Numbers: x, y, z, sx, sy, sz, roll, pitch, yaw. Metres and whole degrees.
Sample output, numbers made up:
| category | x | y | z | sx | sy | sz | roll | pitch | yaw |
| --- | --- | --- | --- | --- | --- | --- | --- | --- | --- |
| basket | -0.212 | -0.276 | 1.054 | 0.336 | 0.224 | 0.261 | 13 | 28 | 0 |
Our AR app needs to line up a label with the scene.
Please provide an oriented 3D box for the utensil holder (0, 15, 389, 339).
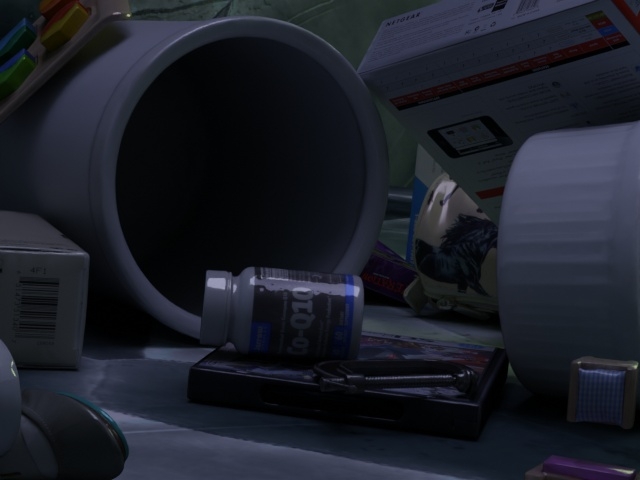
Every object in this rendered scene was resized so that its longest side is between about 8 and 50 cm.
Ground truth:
| category | x | y | z | sx | sy | sz | roll | pitch | yaw |
| --- | --- | --- | --- | --- | --- | --- | --- | --- | --- |
| utensil holder | -0.167 | -0.077 | 1.943 | 0.328 | 0.327 | 0.385 | 1 | 6 | -32 |

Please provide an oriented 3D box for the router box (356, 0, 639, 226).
| category | x | y | z | sx | sy | sz | roll | pitch | yaw |
| --- | --- | --- | --- | --- | --- | --- | --- | --- | --- |
| router box | 0.252 | -0.130 | 1.820 | 0.335 | 0.082 | 0.301 | -12 | -48 | 46 |

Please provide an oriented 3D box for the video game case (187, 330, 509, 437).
| category | x | y | z | sx | sy | sz | roll | pitch | yaw |
| --- | --- | --- | --- | --- | --- | --- | --- | --- | --- |
| video game case | 0.035 | 0.119 | 1.637 | 0.248 | 0.035 | 0.275 | 7 | 7 | 10 |

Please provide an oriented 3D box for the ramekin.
| category | x | y | z | sx | sy | sz | roll | pitch | yaw |
| --- | --- | --- | --- | --- | --- | --- | --- | --- | --- |
| ramekin | 0.259 | 0.022 | 1.676 | 0.135 | 0.277 | 0.277 | 1 | 5 | 22 |

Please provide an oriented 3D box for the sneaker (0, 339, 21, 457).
| category | x | y | z | sx | sy | sz | roll | pitch | yaw |
| --- | --- | --- | --- | --- | --- | --- | --- | --- | --- |
| sneaker | -0.331 | 0.111 | 1.207 | 0.282 | 0.102 | 0.161 | -3 | 3 | 43 |

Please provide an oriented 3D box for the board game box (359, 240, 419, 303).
| category | x | y | z | sx | sy | sz | roll | pitch | yaw |
| --- | --- | --- | --- | --- | --- | --- | --- | --- | --- |
| board game box | 0.000 | 0.000 | 2.300 | 0.208 | 0.056 | 0.347 | 17 | 5 | -12 |

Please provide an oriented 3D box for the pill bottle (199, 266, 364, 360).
| category | x | y | z | sx | sy | sz | roll | pitch | yaw |
| --- | --- | --- | --- | --- | --- | --- | --- | --- | --- |
| pill bottle | -0.034 | 0.063 | 1.579 | 0.137 | 0.078 | 0.078 | 4 | 7 | -5 |

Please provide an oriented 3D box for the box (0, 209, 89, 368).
| category | x | y | z | sx | sy | sz | roll | pitch | yaw |
| --- | --- | --- | --- | --- | --- | --- | --- | --- | --- |
| box | -0.292 | 0.040 | 1.718 | 0.094 | 0.113 | 0.275 | 4 | 8 | -18 |

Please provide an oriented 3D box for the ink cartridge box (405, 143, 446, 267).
| category | x | y | z | sx | sy | sz | roll | pitch | yaw |
| --- | --- | --- | --- | --- | --- | --- | --- | --- | --- |
| ink cartridge box | 0.320 | -0.053 | 2.236 | 0.395 | 0.285 | 0.166 | 11 | 8 | 34 |

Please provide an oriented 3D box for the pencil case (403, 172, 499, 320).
| category | x | y | z | sx | sy | sz | roll | pitch | yaw |
| --- | --- | --- | --- | --- | --- | --- | --- | --- | --- |
| pencil case | 0.304 | 0.035 | 2.045 | 0.410 | 0.183 | 0.160 | 10 | -20 | 31 |

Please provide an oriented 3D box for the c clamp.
| category | x | y | z | sx | sy | sz | roll | pitch | yaw |
| --- | --- | --- | --- | --- | --- | --- | --- | --- | --- |
| c clamp | 0.064 | 0.115 | 1.503 | 0.161 | 0.022 | 0.137 | -1 | 5 | -26 |

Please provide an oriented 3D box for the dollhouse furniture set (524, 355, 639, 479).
| category | x | y | z | sx | sy | sz | roll | pitch | yaw |
| --- | --- | --- | --- | --- | --- | --- | --- | --- | --- |
| dollhouse furniture set | 0.266 | 0.072 | 1.104 | 0.286 | 0.303 | 0.198 | 8 | 7 | 20 |

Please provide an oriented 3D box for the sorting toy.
| category | x | y | z | sx | sy | sz | roll | pitch | yaw |
| --- | --- | --- | --- | --- | --- | --- | --- | --- | --- |
| sorting toy | -0.293 | -0.212 | 1.918 | 0.038 | 0.208 | 0.193 | 49 | 10 | -25 |

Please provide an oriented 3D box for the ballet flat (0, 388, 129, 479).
| category | x | y | z | sx | sy | sz | roll | pitch | yaw |
| --- | --- | --- | --- | --- | --- | --- | --- | --- | --- |
| ballet flat | -0.212 | 0.136 | 1.252 | 0.068 | 0.072 | 0.213 | -32 | 27 | -31 |
